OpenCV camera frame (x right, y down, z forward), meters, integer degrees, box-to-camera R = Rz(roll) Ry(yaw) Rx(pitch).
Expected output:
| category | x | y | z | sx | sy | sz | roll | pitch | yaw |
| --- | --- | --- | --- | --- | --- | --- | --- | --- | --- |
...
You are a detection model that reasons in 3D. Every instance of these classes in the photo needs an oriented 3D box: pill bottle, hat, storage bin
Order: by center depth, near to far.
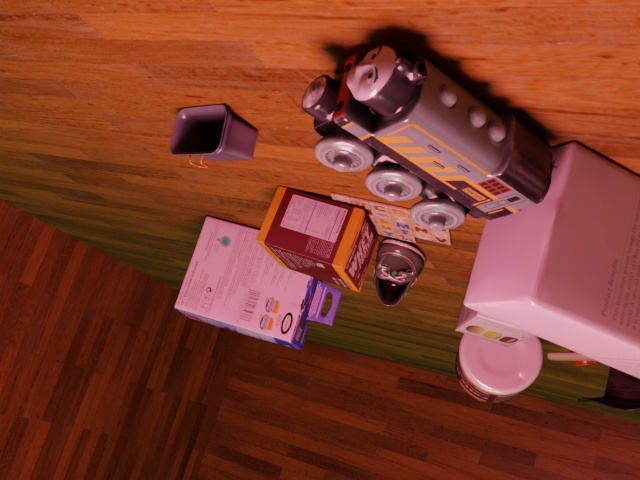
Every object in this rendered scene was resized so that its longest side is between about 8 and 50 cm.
| category | x | y | z | sx | sy | sz | roll | pitch | yaw |
| --- | --- | --- | --- | --- | --- | --- | --- | --- | --- |
| storage bin | -0.177 | -0.168 | 1.203 | 0.135 | 0.098 | 0.091 | 4 | 171 | 43 |
| hat | 0.874 | 0.383 | 1.916 | 0.332 | 0.133 | 0.331 | 0 | 174 | 0 |
| pill bottle | 0.509 | 0.357 | 2.064 | 0.224 | 0.224 | 0.392 | 14 | 165 | 13 |

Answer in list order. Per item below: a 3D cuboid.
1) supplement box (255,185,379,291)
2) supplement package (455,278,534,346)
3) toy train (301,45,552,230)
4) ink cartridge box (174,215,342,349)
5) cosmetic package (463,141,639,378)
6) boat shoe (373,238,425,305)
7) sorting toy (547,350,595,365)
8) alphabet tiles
| category | x | y | z | sx | sy | sz | roll | pitch | yaw |
| --- | --- | --- | --- | --- | --- | --- | --- | --- | --- |
| supplement box | 0.000 | 0.000 | 1.498 | 0.194 | 0.129 | 0.191 | 17 | 166 | 20 |
| supplement package | 0.403 | 0.144 | 1.574 | 0.139 | 0.133 | 0.244 | 17 | 166 | 4 |
| toy train | 0.141 | -0.127 | 0.904 | 0.334 | 0.142 | 0.190 | 29 | 150 | -31 |
| ink cartridge box | -0.149 | 0.123 | 1.874 | 0.396 | 0.269 | 0.151 | 14 | 167 | 14 |
| cosmetic package | 0.458 | 0.064 | 1.027 | 0.454 | 0.230 | 0.161 | 24 | 165 | -19 |
| boat shoe | 0.183 | 0.086 | 1.696 | 0.112 | 0.095 | 0.335 | 15 | 166 | 8 |
| sorting toy | 0.718 | 0.263 | 1.661 | 0.229 | 0.041 | 0.307 | -8 | 174 | -19 |
| alphabet tiles | 0.151 | -0.036 | 1.456 | 0.237 | 0.009 | 0.198 | 14 | 165 | 17 |
